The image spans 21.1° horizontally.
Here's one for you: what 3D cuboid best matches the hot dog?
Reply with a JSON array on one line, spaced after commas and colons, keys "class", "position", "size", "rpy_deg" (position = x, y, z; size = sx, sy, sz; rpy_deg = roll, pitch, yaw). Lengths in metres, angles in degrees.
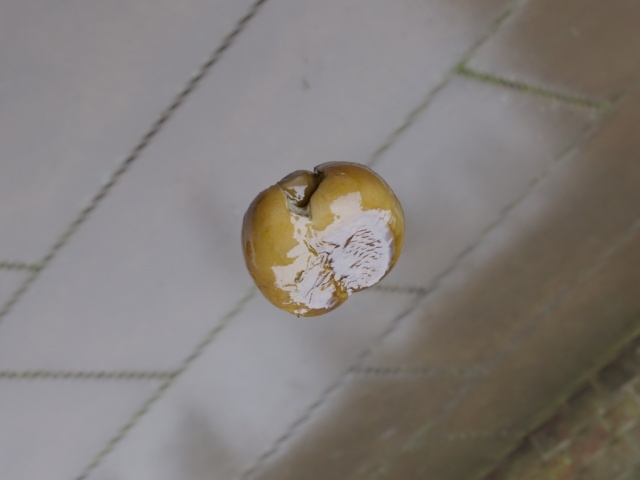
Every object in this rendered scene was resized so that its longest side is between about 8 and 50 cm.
[{"class": "hot dog", "position": [0.002, -0.001, 0.924], "size": [0.090, 0.060, 0.140], "rpy_deg": [-32, 153, 1]}]
